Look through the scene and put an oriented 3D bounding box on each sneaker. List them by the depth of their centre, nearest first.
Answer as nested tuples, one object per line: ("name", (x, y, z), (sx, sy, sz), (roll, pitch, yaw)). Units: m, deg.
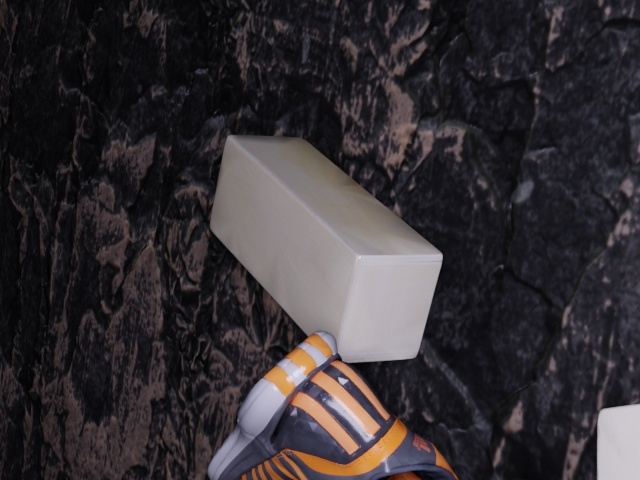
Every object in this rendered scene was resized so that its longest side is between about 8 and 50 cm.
("sneaker", (0.010, 0.206, 1.108), (0.180, 0.124, 0.321), (45, 162, 10))

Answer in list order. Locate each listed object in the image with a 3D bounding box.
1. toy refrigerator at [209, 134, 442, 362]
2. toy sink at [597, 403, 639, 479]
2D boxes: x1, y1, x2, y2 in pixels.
("toy refrigerator", (0.000, 0.000, 1.201), (0.269, 0.094, 0.102), (43, 127, 53))
("toy sink", (0.252, 0.207, 0.727), (0.152, 0.131, 0.234), (-21, 61, 54))
